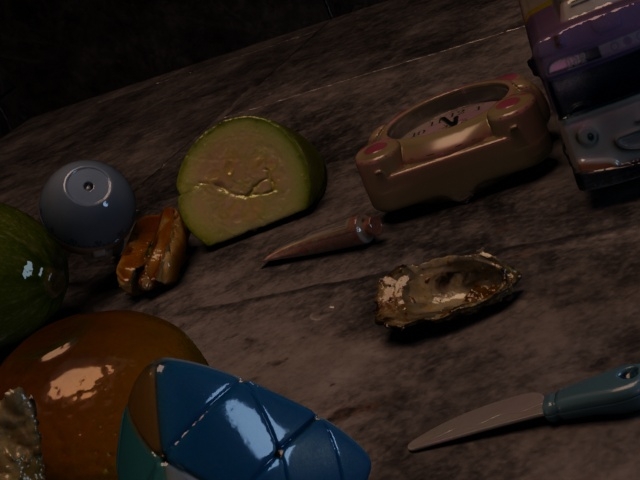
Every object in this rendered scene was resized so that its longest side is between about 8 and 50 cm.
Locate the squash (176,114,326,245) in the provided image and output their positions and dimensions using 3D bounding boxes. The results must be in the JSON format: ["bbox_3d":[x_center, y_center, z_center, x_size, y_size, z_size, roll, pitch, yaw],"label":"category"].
[{"bbox_3d":[-0.106,-0.100,2.091,0.234,0.210,0.309,-22,-10,8],"label":"squash"}]

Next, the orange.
[{"bbox_3d":[-0.252,0.183,1.358,0.263,0.196,0.334,-11,11,-4],"label":"orange"}]

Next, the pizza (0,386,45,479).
[{"bbox_3d":[-0.362,0.230,1.210,0.089,0.223,0.323,-13,27,-39],"label":"pizza"}]

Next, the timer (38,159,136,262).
[{"bbox_3d":[-0.387,-0.016,1.991,0.175,0.255,0.175,3,38,-2],"label":"timer"}]

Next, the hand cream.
[{"bbox_3d":[0.000,0.000,1.733,0.210,0.043,0.067,-14,18,40],"label":"hand cream"}]

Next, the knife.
[{"bbox_3d":[0.193,0.157,1.104,0.244,0.032,0.058,-18,21,28],"label":"knife"}]

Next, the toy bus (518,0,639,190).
[{"bbox_3d":[0.397,-0.254,1.616,0.209,0.249,0.440,-19,19,14],"label":"toy bus"}]

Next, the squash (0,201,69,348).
[{"bbox_3d":[-0.552,0.035,1.893,0.309,0.310,0.310,-14,21,19],"label":"squash"}]

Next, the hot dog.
[{"bbox_3d":[-0.269,0.016,1.952,0.109,0.072,0.269,-18,21,10],"label":"hot dog"}]

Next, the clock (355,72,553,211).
[{"bbox_3d":[0.208,-0.159,1.800,0.284,0.114,0.309,-19,18,17],"label":"clock"}]

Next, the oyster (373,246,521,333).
[{"bbox_3d":[0.145,0.060,1.371,0.177,0.056,0.105,-22,31,8],"label":"oyster"}]

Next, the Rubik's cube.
[{"bbox_3d":[-0.108,0.219,0.997,0.255,0.254,0.254,-21,19,8],"label":"Rubik's cube"}]
